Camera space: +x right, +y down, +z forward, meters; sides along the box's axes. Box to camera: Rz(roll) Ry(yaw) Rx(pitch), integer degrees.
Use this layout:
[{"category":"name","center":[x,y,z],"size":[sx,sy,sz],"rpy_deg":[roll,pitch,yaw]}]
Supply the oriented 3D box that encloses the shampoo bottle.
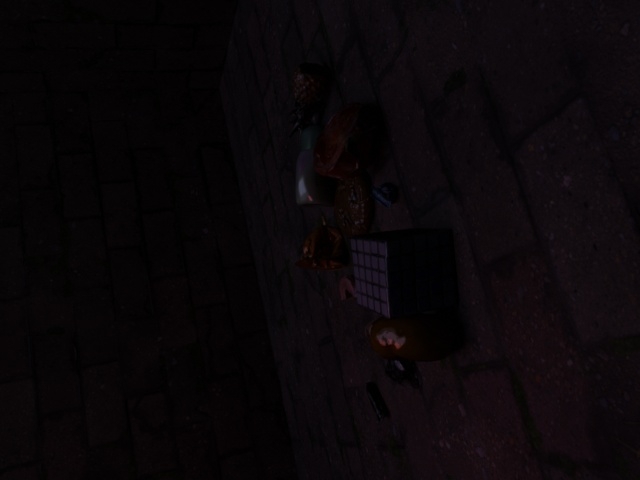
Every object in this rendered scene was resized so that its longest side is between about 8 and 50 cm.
[{"category":"shampoo bottle","center":[-0.017,-0.318,2.216],"size":[0.151,0.222,0.349],"rpy_deg":[-1,86,36]}]

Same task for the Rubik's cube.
[{"category":"Rubik's cube","center":[0.250,0.091,1.599],"size":[0.238,0.237,0.237],"rpy_deg":[-170,72,-68]}]

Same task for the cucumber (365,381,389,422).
[{"category":"cucumber","center":[0.225,0.650,2.121],"size":[0.181,0.053,0.053],"rpy_deg":[-116,28,-42]}]

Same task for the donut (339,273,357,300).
[{"category":"donut","center":[0.128,0.192,2.188],"size":[0.166,0.065,0.117],"rpy_deg":[148,111,-66]}]

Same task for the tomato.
[{"category":"tomato","center":[0.109,-0.340,1.912],"size":[0.309,0.170,0.309],"rpy_deg":[-43,29,31]}]

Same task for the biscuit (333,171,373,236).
[{"category":"biscuit","center":[0.121,-0.150,2.072],"size":[0.296,0.075,0.296],"rpy_deg":[172,90,-69]}]

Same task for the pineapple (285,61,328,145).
[{"category":"pineapple","center":[-0.060,-0.587,2.278],"size":[0.364,0.165,0.165],"rpy_deg":[100,153,-44]}]

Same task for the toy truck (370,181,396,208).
[{"category":"toy truck","center":[0.230,-0.150,1.789],"size":[0.136,0.074,0.063],"rpy_deg":[-133,40,-55]}]

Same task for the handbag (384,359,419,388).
[{"category":"handbag","center":[0.303,0.470,1.849],"size":[0.139,0.072,0.115],"rpy_deg":[43,136,40]}]

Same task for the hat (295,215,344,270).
[{"category":"hat","center":[0.000,0.000,2.295],"size":[0.233,0.244,0.233],"rpy_deg":[-24,61,61]}]

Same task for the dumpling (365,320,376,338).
[{"category":"dumpling","center":[0.201,0.355,2.064],"size":[0.043,0.059,0.077],"rpy_deg":[46,138,44]}]

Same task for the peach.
[{"category":"peach","center":[0.278,0.299,1.592],"size":[0.251,0.251,0.153],"rpy_deg":[137,147,-65]}]
